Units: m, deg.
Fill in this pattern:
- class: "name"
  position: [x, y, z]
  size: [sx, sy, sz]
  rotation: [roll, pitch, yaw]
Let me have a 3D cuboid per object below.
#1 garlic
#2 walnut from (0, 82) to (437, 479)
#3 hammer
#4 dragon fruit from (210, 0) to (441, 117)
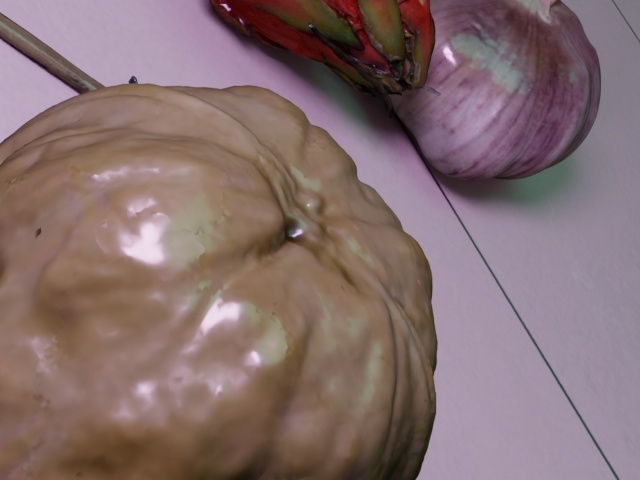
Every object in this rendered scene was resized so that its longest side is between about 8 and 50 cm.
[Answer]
- class: "garlic"
  position: [0.173, -0.194, 1.451]
  size: [0.245, 0.253, 0.245]
  rotation: [35, 26, -20]
- class: "walnut"
  position: [-0.083, 0.065, 0.819]
  size: [0.253, 0.277, 0.282]
  rotation: [30, 24, -19]
- class: "hammer"
  position: [-0.189, -0.129, 1.129]
  size: [0.182, 0.017, 0.062]
  rotation: [36, 34, -23]
- class: "dragon fruit"
  position: [0.019, -0.237, 1.308]
  size: [0.293, 0.234, 0.234]
  rotation: [52, 31, 7]
